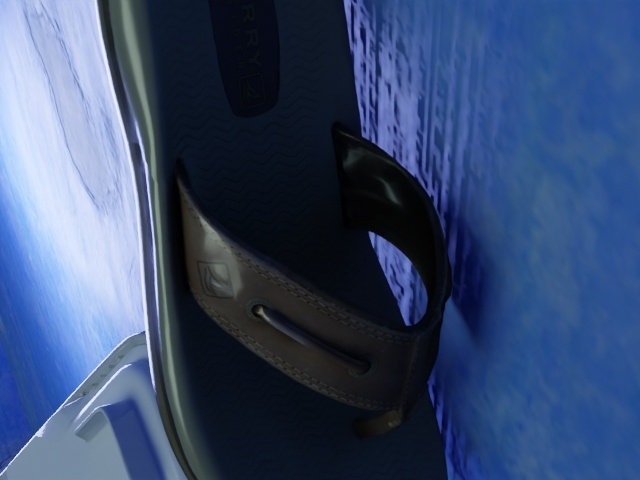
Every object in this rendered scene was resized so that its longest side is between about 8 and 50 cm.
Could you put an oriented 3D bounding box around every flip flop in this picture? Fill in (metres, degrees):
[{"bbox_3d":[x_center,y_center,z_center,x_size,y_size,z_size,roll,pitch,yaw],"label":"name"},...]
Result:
[{"bbox_3d":[0.000,0.000,0.340,0.080,0.112,0.277,11,117,47],"label":"flip flop"}]

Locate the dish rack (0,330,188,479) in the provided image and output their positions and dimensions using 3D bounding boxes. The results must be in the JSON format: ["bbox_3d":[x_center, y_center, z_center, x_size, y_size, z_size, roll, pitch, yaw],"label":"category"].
[{"bbox_3d":[-0.075,0.222,0.469,0.285,0.072,0.333,-45,61,39],"label":"dish rack"}]
